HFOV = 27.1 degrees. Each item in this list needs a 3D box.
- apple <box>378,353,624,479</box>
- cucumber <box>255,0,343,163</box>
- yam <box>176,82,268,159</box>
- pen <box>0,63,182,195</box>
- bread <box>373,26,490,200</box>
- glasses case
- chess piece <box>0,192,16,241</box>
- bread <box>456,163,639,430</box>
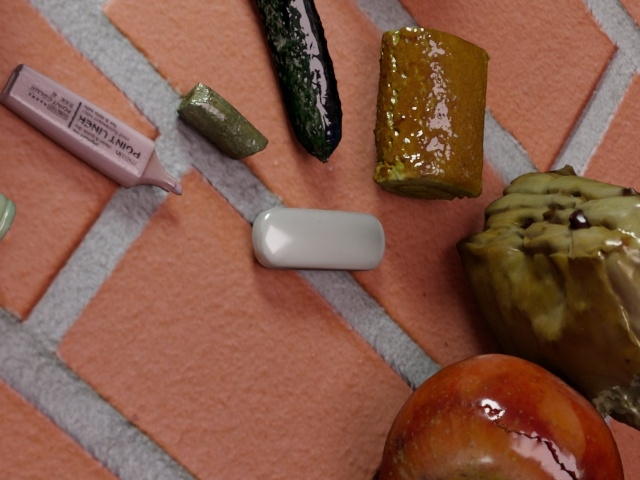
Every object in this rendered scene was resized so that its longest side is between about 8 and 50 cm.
[{"bbox_3d":[0.190,0.250,1.373,0.272,0.251,0.206,58,25,-6],"label":"apple"},{"bbox_3d":[-0.023,-0.201,1.374,0.067,0.067,0.245,-25,102,-37],"label":"cucumber"},{"bbox_3d":[-0.097,-0.114,1.315,0.094,0.043,0.043,43,61,-28],"label":"yam"},{"bbox_3d":[-0.206,-0.094,1.235,0.197,0.032,0.053,33,66,-29],"label":"pen"},{"bbox_3d":[0.118,-0.135,1.446,0.132,0.103,0.172,13,78,-48],"label":"bread"},{"bbox_3d":[0.000,0.000,1.377,0.164,0.041,0.063,2,85,-38],"label":"glasses case"},{"bbox_3d":[-0.335,-0.044,1.121,0.149,0.059,0.059,33,66,-23],"label":"chess piece"},{"bbox_3d":[0.300,0.084,1.442,0.191,0.370,0.314,-34,108,-5],"label":"bread"}]
